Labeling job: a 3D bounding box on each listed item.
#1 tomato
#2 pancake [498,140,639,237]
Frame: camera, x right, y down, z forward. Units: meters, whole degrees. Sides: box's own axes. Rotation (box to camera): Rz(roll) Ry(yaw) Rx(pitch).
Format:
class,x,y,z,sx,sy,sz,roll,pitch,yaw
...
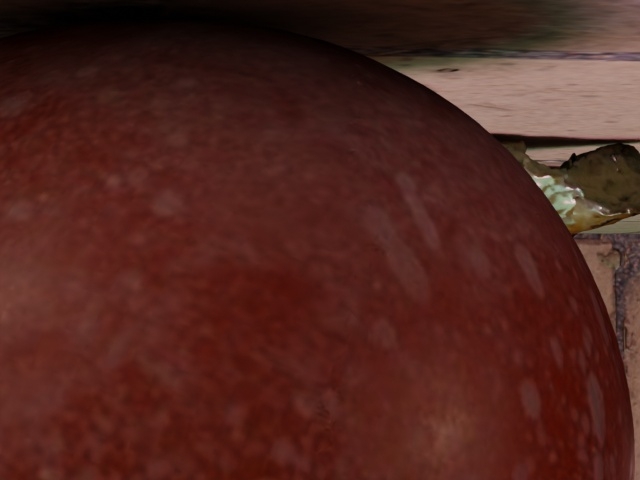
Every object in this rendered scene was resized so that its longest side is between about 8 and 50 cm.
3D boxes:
class,x,y,z,sx,sy,sz,roll,pitch,yaw
tomato,-0.038,0.050,0.523,0.270,0.227,0.270,18,170,3
pancake,0.001,0.005,0.935,0.377,0.054,0.197,-16,160,4
